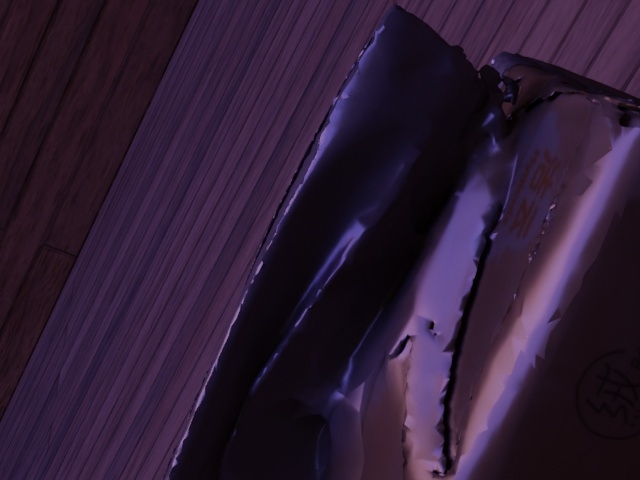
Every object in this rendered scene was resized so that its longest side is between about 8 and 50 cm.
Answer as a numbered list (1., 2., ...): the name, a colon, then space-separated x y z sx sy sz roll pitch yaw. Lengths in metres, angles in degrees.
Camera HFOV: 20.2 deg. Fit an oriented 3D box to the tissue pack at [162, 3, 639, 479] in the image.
1. tissue pack: 0.061 0.073 0.743 0.238 0.238 0.305 -125 57 -73
